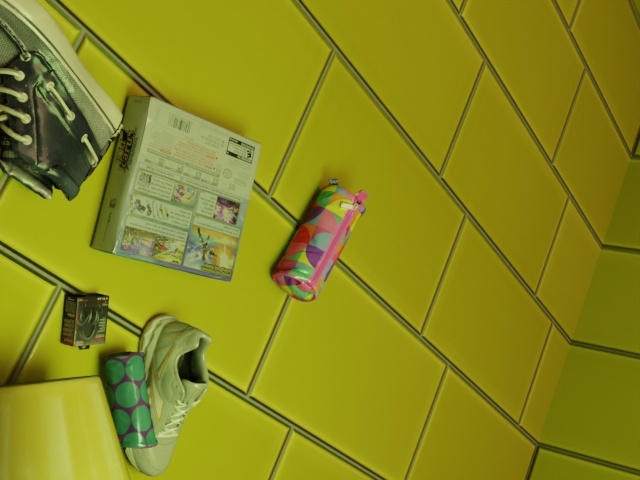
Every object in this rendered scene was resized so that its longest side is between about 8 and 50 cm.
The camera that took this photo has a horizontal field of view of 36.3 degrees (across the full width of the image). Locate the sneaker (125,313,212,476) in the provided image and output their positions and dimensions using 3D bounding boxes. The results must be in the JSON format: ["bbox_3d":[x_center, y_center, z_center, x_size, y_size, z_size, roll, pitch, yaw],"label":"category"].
[{"bbox_3d":[-0.240,0.256,1.569,0.099,0.121,0.262,4,94,-52],"label":"sneaker"}]

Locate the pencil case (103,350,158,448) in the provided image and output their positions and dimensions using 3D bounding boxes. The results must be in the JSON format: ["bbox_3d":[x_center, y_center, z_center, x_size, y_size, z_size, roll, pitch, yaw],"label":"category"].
[{"bbox_3d":[-0.295,0.248,1.512,0.070,0.064,0.151,55,26,-85],"label":"pencil case"}]

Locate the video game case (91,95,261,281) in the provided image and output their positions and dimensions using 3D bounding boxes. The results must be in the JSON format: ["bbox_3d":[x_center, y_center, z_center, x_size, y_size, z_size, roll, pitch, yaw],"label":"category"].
[{"bbox_3d":[-0.223,-0.076,1.569,0.269,0.061,0.244,19,81,-52],"label":"video game case"}]

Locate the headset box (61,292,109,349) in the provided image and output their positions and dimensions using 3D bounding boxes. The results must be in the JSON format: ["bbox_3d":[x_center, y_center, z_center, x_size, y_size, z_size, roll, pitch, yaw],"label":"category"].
[{"bbox_3d":[-0.353,0.122,1.466,0.062,0.032,0.083,2,94,-53],"label":"headset box"}]

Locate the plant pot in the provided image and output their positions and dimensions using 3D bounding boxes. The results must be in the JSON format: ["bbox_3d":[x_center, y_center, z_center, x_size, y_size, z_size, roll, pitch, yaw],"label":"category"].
[{"bbox_3d":[-0.374,0.311,1.329,0.254,0.254,0.239,0,81,-53],"label":"plant pot"}]

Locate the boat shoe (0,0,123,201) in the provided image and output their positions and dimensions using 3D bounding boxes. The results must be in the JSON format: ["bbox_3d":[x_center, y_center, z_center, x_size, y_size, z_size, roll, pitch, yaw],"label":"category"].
[{"bbox_3d":[-0.392,-0.192,1.265,0.340,0.127,0.158,51,50,-45],"label":"boat shoe"}]

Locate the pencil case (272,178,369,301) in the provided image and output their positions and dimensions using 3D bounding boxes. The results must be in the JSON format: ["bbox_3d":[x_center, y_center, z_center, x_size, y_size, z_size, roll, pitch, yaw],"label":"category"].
[{"bbox_3d":[0.000,0.000,1.847,0.236,0.104,0.104,-61,139,-23],"label":"pencil case"}]
